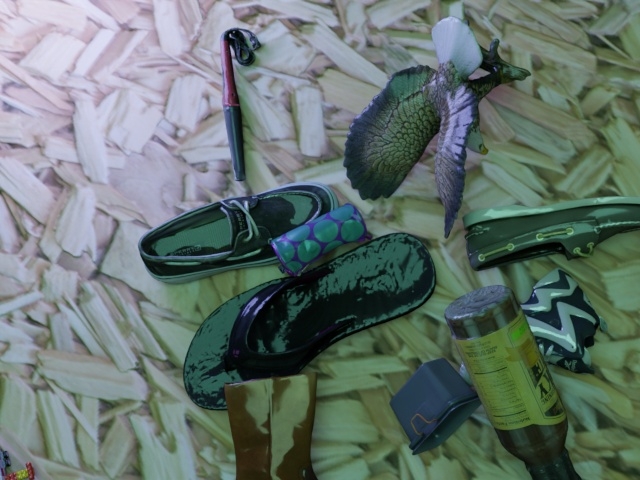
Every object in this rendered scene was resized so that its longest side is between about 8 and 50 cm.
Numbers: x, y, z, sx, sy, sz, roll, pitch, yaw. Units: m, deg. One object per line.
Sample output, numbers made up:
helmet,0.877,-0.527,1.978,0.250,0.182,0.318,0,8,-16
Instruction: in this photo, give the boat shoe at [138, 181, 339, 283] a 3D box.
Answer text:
boat shoe,-0.131,-0.011,1.817,0.335,0.119,0.121,-21,75,2

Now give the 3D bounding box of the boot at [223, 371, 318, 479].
boot,-0.012,0.342,1.724,0.264,0.096,0.280,-3,81,7

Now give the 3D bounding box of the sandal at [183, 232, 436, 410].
sandal,-0.031,0.114,1.781,0.445,0.107,0.168,-30,75,1

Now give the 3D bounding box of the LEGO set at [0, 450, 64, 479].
LEGO set,-0.499,0.443,1.808,0.244,0.060,0.182,23,78,13

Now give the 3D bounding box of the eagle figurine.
eagle figurine,0.192,-0.179,1.775,0.225,0.226,0.298,40,80,-6

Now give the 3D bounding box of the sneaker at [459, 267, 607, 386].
sneaker,0.335,0.171,1.721,0.235,0.094,0.153,-40,66,-12

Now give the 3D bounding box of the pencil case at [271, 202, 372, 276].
pencil case,0.000,0.000,1.779,0.151,0.064,0.070,-28,79,-11

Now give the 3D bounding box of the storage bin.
storage bin,0.165,0.248,1.713,0.091,0.098,0.135,54,130,25

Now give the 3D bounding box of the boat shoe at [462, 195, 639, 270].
boat shoe,0.375,-0.011,1.751,0.305,0.109,0.091,-6,77,13

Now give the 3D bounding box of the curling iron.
curling iron,-0.138,-0.235,1.910,0.068,0.035,0.274,-2,77,8

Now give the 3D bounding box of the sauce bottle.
sauce bottle,0.292,0.233,1.650,0.111,0.111,0.344,-25,105,3
